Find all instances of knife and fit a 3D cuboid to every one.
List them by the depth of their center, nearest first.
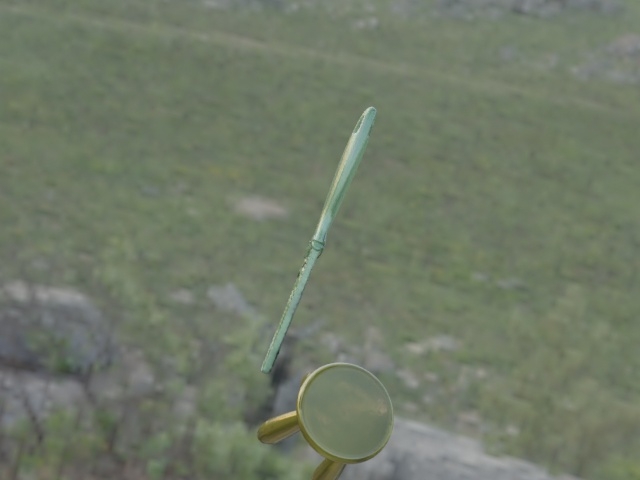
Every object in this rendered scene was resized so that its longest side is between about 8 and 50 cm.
[{"bbox_3d":[-0.002,-0.001,1.898,0.020,0.293,0.043,22,0,-6],"label":"knife"}]

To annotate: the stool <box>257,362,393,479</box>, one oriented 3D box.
[{"bbox_3d":[0.010,0.198,2.019,0.134,0.135,0.110,2,-21,-23],"label":"stool"}]
